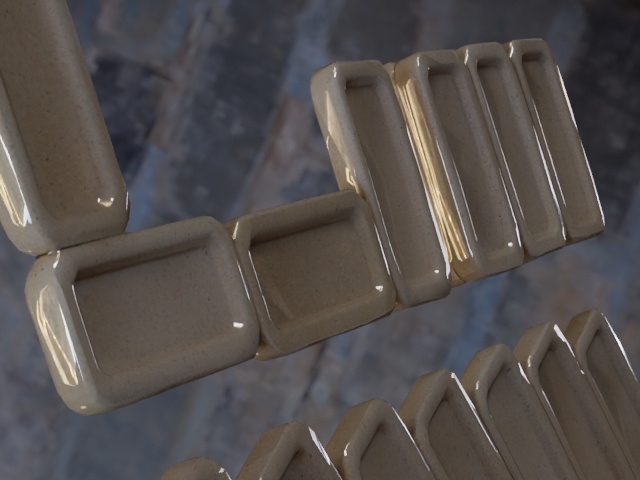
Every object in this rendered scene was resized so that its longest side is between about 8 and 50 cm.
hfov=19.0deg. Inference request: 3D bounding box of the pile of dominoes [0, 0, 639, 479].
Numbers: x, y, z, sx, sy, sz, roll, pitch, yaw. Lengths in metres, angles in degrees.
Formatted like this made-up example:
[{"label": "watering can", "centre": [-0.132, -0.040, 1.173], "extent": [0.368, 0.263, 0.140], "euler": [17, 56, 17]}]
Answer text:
[{"label": "pile of dominoes", "centre": [0.000, 0.000, 0.438], "extent": [0.251, 0.040, 0.196], "euler": [-14, 87, -60]}]
